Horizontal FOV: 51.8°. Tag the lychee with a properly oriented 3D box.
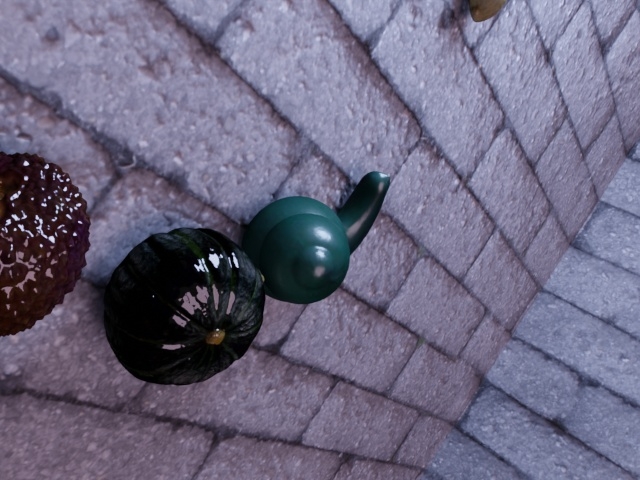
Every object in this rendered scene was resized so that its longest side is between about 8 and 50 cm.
[{"bbox_3d":[-0.320,0.014,0.643,0.188,0.188,0.188,-29,134,-34],"label":"lychee"}]

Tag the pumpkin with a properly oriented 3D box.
[{"bbox_3d":[-0.176,0.088,0.868,0.221,0.162,0.220,-23,129,-32],"label":"pumpkin"}]

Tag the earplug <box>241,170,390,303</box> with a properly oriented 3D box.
[{"bbox_3d":[0.006,0.005,1.016,0.258,0.280,0.163,-10,106,-3],"label":"earplug"}]

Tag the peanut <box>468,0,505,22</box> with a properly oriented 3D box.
[{"bbox_3d":[0.288,-0.454,1.086,0.082,0.082,0.187,-9,122,-46],"label":"peanut"}]
